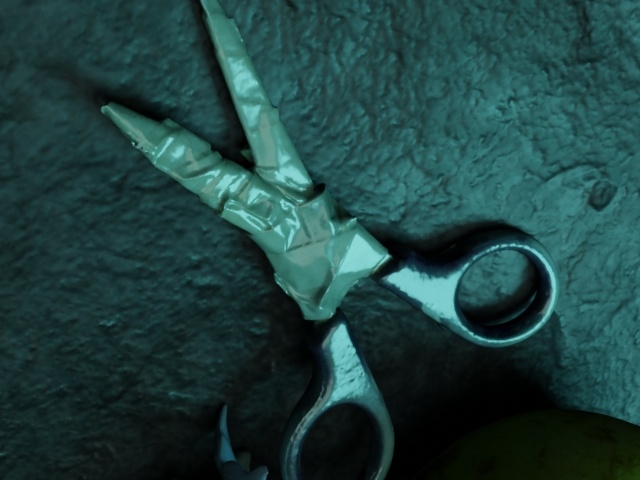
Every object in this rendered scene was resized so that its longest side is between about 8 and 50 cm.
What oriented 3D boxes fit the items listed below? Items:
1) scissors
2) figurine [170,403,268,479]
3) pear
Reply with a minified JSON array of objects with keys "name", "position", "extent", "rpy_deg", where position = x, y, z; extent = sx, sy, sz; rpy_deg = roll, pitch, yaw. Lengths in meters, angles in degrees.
[{"name":"scissors","position":[0.000,0.000,1.058],"extent":[0.256,0.029,0.383],"rpy_deg":[-43,123,-8]},{"name":"figurine","position":[-0.087,0.225,1.110],"extent":[0.184,0.128,0.208],"rpy_deg":[6,108,-24]},{"name":"pear","position":[0.173,0.260,1.164],"extent":[0.283,0.283,0.283],"rpy_deg":[-11,123,-18]}]
